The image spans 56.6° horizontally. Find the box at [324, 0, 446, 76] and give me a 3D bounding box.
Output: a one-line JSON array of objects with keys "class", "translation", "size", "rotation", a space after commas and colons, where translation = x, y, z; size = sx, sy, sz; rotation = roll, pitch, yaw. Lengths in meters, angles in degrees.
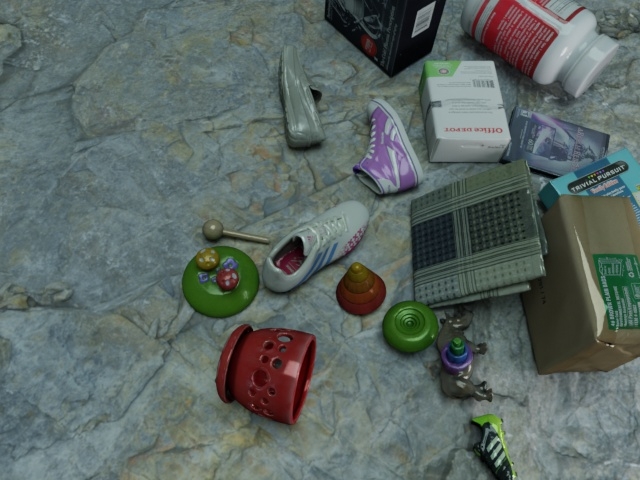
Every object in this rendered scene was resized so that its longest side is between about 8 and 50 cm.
[{"class": "box", "translation": [0.179, -0.704, 1.671], "size": [0.179, 0.343, 0.312], "rotation": [-35, 69, -18]}]

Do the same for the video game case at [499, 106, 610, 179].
[{"class": "video game case", "translation": [0.650, -0.255, 1.644], "size": [0.274, 0.026, 0.196], "rotation": [18, 64, 7]}]

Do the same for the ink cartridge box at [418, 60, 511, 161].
[{"class": "ink cartridge box", "translation": [0.388, -0.354, 1.629], "size": [0.199, 0.114, 0.272], "rotation": [0, 63, -3]}]

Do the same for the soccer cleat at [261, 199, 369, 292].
[{"class": "soccer cleat", "translation": [0.000, 0.000, 1.411], "size": [0.331, 0.143, 0.116], "rotation": [-40, 72, -21]}]

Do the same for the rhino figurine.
[{"class": "rhino figurine", "translation": [0.318, 0.246, 1.342], "size": [0.106, 0.073, 0.243], "rotation": [-1, 60, 2]}]

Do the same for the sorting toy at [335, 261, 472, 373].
[{"class": "sorting toy", "translation": [0.177, 0.151, 1.313], "size": [0.366, 0.126, 0.127], "rotation": [35, 68, 29]}]

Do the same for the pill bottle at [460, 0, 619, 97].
[{"class": "pill bottle", "translation": [0.625, -0.599, 1.705], "size": [0.229, 0.229, 0.408], "rotation": [-40, 72, -20]}]

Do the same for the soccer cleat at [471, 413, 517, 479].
[{"class": "soccer cleat", "translation": [0.364, 0.456, 1.250], "size": [0.072, 0.060, 0.178], "rotation": [-9, 57, 3]}]

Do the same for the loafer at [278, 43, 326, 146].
[{"class": "loafer", "translation": [-0.053, -0.400, 1.639], "size": [0.112, 0.112, 0.319], "rotation": [-5, 71, -11]}]

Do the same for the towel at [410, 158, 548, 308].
[{"class": "towel", "translation": [0.360, -0.008, 1.392], "size": [0.324, 0.056, 0.312], "rotation": [-20, 55, 35]}]

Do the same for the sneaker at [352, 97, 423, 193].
[{"class": "sneaker", "translation": [0.146, -0.250, 1.574], "size": [0.161, 0.102, 0.282], "rotation": [-18, 65, -9]}]

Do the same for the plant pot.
[{"class": "plant pot", "translation": [-0.112, 0.271, 1.247], "size": [0.174, 0.191, 0.191], "rotation": [12, 63, 12]}]

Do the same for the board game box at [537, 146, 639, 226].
[{"class": "board game box", "translation": [0.753, -0.041, 1.495], "size": [0.254, 0.079, 0.336], "rotation": [-23, 71, -14]}]

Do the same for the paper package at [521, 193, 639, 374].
[{"class": "paper package", "translation": [0.571, 0.103, 1.296], "size": [0.168, 0.309, 0.324], "rotation": [-1, 64, -3]}]

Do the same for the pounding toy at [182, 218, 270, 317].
[{"class": "pounding toy", "translation": [-0.229, 0.054, 1.390], "size": [0.183, 0.110, 0.236], "rotation": [13, 63, 4]}]
